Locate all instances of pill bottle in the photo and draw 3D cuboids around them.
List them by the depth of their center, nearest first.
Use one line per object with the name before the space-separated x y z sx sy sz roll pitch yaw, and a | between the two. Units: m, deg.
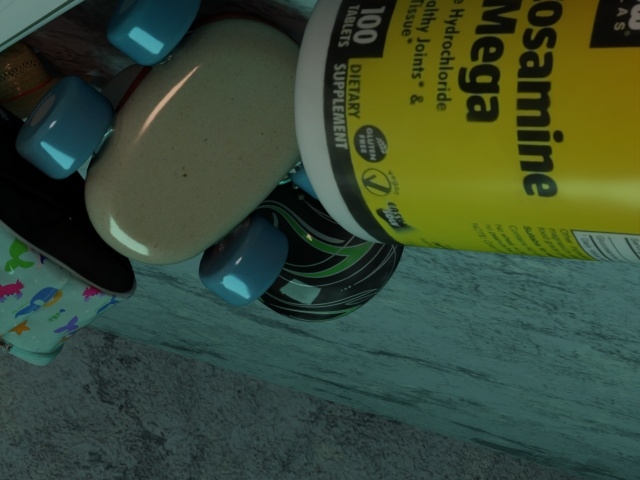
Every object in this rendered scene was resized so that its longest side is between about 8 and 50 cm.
pill bottle | 0.167 -0.081 0.712 0.334 0.187 0.188 4 162 34

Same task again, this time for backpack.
backpack | -0.275 -0.012 0.997 0.253 0.191 0.225 30 -159 -54

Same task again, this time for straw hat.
straw hat | -0.283 -0.149 1.148 0.144 0.144 0.061 -3 119 50

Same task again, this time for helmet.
helmet | 0.000 0.000 1.257 0.162 0.169 0.169 28 165 -2

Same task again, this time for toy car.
toy car | -0.114 -0.104 1.024 0.219 0.210 0.238 37 -173 -25

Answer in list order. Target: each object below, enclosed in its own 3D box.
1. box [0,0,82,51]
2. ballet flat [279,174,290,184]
box | -0.149 -0.198 0.624 0.087 0.169 0.290 23 164 -29
ballet flat | -0.108 -0.096 1.213 0.206 0.073 0.067 1 134 35
